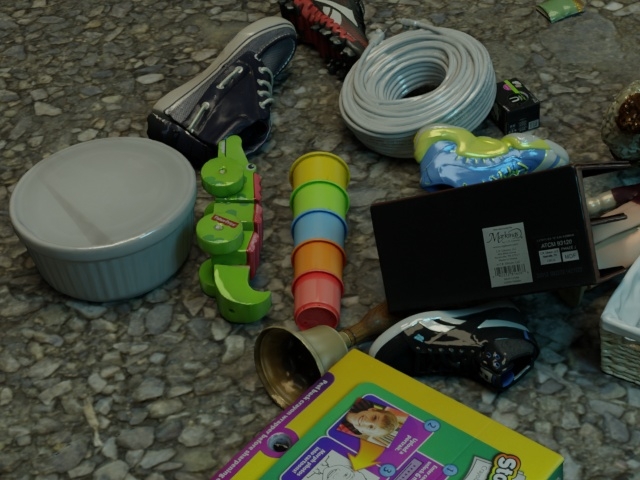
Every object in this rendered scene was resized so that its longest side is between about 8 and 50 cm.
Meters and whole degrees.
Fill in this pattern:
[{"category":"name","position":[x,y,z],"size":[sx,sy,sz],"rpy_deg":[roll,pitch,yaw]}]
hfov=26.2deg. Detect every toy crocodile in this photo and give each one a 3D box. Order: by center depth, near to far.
[{"category":"toy crocodile","position":[-0.123,-0.023,2.005],"size":[0.105,0.115,0.340],"rpy_deg":[0,41,-1]}]

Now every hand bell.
[{"category":"hand bell","position":[0.042,0.127,1.828],"size":[0.126,0.126,0.242],"rpy_deg":[29,39,35]}]

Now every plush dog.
[{"category":"plush dog","position":[0.516,-0.203,2.030],"size":[0.225,0.262,0.211],"rpy_deg":[-30,70,0]}]

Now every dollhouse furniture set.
[{"category":"dollhouse furniture set","position":[0.417,-0.463,2.511],"size":[0.076,0.058,0.152],"rpy_deg":[-19,41,-15]}]

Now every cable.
[{"category":"cable","position":[0.154,-0.240,2.221],"size":[0.257,0.089,0.257],"rpy_deg":[18,58,38]}]

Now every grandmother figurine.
[{"category":"grandmother figurine","position":[0.463,-0.027,1.947],"size":[0.342,0.104,0.208],"rpy_deg":[-29,51,-22]}]

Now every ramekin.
[{"category":"ramekin","position":[-0.310,-0.025,2.020],"size":[0.273,0.127,0.273],"rpy_deg":[-3,39,3]}]

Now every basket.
[{"category":"basket","position":[0.441,0.103,1.786],"size":[0.113,0.103,0.167],"rpy_deg":[19,46,27]}]

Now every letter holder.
[{"category":"letter holder","position":[0.256,-0.007,1.841],"size":[0.302,0.152,0.214],"rpy_deg":[-11,0,33]}]

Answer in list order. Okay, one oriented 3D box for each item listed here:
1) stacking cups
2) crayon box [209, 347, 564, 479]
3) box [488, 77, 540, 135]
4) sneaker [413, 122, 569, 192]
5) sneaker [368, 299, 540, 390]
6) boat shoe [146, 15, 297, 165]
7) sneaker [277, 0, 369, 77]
[{"category":"stacking cups","position":[0.000,0.000,1.972],"size":[0.096,0.096,0.316],"rpy_deg":[-4,39,3]},{"category":"crayon box","position":[0.051,0.320,1.571],"size":[0.313,0.106,0.363],"rpy_deg":[26,49,31]},{"category":"box","position":[0.309,-0.216,2.231],"size":[0.062,0.052,0.083],"rpy_deg":[-18,42,-15]},{"category":"sneaker","position":[0.255,-0.099,2.090],"size":[0.240,0.091,0.126],"rpy_deg":[8,71,-1]},{"category":"sneaker","position":[0.180,0.150,1.781],"size":[0.217,0.079,0.121],"rpy_deg":[-16,41,-12]},{"category":"boat shoe","position":[-0.115,-0.234,2.269],"size":[0.158,0.127,0.340],"rpy_deg":[30,59,27]},{"category":"sneaker","position":[0.038,-0.375,2.422],"size":[0.135,0.098,0.276],"rpy_deg":[-24,41,-17]}]
